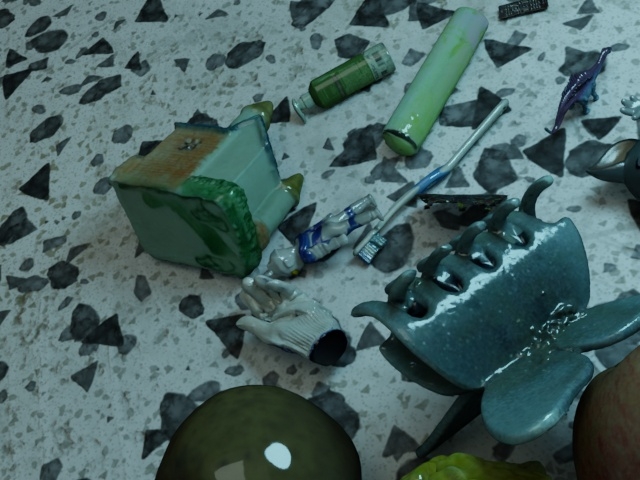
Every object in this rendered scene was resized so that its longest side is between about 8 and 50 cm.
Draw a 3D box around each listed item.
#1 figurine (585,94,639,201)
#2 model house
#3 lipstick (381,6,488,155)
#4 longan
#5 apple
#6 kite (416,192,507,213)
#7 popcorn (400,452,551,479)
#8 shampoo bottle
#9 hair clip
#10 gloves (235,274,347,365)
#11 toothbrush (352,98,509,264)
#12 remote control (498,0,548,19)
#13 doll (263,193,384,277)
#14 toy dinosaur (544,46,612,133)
[{"bbox_3d":[0.544,-0.162,1.586,0.193,0.140,0.265,30,59,12],"label":"figurine"},{"bbox_3d":[-0.161,-0.121,1.862,0.267,0.194,0.325,11,49,32],"label":"model house"},{"bbox_3d":[0.205,-0.286,1.856,0.076,0.076,0.304,16,66,32],"label":"lipstick"},{"bbox_3d":[-0.079,0.366,1.412,0.288,0.288,0.350,-21,57,9],"label":"longan"},{"bbox_3d":[0.456,0.221,1.243,0.345,0.345,0.269,-33,54,0],"label":"apple"},{"bbox_3d":[0.213,-0.057,1.597,0.152,0.285,0.015,1,96,10],"label":"kite"},{"bbox_3d":[0.214,0.379,1.278,0.270,0.224,0.258,-2,31,-9],"label":"popcorn"},{"bbox_3d":[0.040,-0.295,1.944,0.204,0.065,0.065,-29,51,3],"label":"shampoo bottle"},{"bbox_3d":[0.235,0.099,1.376,0.318,0.392,0.238,-34,86,-18],"label":"hair clip"},{"bbox_3d":[-0.053,0.130,1.669,0.119,0.097,0.229,-40,53,-19],"label":"gloves"},{"bbox_3d":[0.190,-0.109,1.763,0.040,0.040,0.386,34,76,37],"label":"toothbrush"},{"bbox_3d":[0.376,-0.430,1.917,0.091,0.016,0.034,-10,70,17],"label":"remote control"},{"bbox_3d":[0.000,0.000,1.761,0.227,0.057,0.114,-29,26,4],"label":"doll"},{"bbox_3d":[0.430,-0.246,1.726,0.045,0.080,0.197,30,73,33],"label":"toy dinosaur"}]
